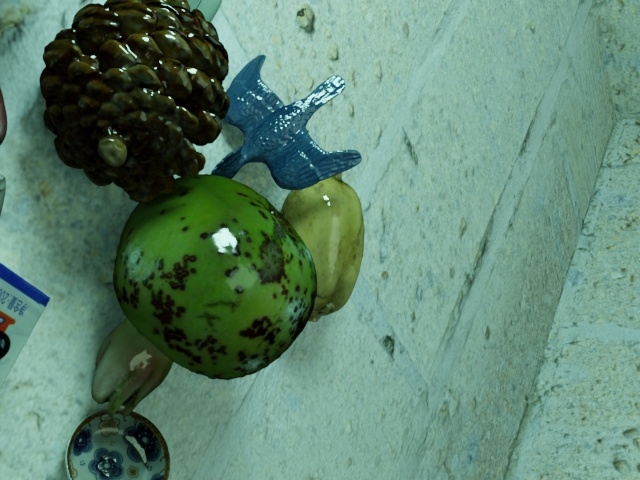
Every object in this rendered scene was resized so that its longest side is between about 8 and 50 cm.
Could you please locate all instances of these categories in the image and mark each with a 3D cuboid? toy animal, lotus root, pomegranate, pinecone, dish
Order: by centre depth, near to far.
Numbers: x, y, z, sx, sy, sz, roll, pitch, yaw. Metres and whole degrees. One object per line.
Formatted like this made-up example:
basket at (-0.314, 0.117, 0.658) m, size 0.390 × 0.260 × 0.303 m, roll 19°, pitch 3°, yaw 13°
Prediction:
pinecone at (-0.213, -0.182, 0.854) m, size 0.272 × 0.224 × 0.224 m, roll -81°, pitch 151°, yaw -42°
pomegranate at (-0.171, 0.087, 0.951) m, size 0.340 × 0.285 × 0.285 m, roll -46°, pitch 140°, yaw 3°
dish at (-0.279, 0.303, 0.957) m, size 0.141 × 0.078 × 0.141 m, roll 22°, pitch 44°, yaw -23°
toy animal at (-0.064, -0.165, 1.122) m, size 0.255 × 0.239 × 0.176 m, roll -45°, pitch 180°, yaw 12°
lotus root at (0.000, 0.000, 1.247) m, size 0.160 × 0.146 × 0.284 m, roll 20°, pitch 75°, yaw -73°

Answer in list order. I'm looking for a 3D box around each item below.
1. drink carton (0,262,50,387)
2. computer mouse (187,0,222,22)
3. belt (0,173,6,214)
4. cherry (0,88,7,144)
drink carton at (-0.410, 0.158, 0.700) m, size 0.315 × 0.107 × 0.130 m, roll -67°, pitch 153°, yaw -21°
computer mouse at (-0.173, -0.381, 1.004) m, size 0.113 × 0.068 × 0.229 m, roll 29°, pitch 71°, yaw -55°
belt at (-0.409, -0.049, 0.562) m, size 0.324 × 0.227 × 0.115 m, roll 23°, pitch 77°, yaw -37°
cherry at (-0.354, -0.148, 0.720) m, size 0.188 × 0.148 × 0.115 m, roll -43°, pitch 136°, yaw -44°
